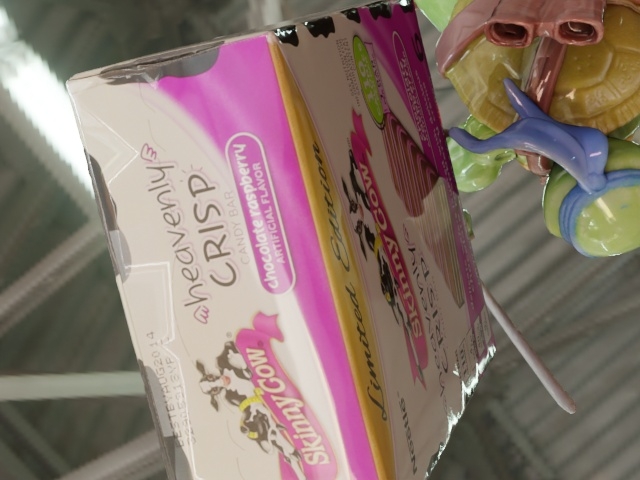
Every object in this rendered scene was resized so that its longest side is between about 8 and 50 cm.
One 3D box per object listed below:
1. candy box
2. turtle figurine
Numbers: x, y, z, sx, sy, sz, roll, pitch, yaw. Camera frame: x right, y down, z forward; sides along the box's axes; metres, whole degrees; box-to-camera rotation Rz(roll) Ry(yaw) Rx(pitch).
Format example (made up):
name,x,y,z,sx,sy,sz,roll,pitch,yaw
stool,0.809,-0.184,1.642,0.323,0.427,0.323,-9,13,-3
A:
name,x,y,z,sx,sy,sz,roll,pitch,yaw
candy box,0.000,0.000,0.625,0.233,0.071,0.159,-40,-63,-72
turtle figurine,0.113,-0.076,0.840,0.274,0.198,0.266,15,-133,-42
